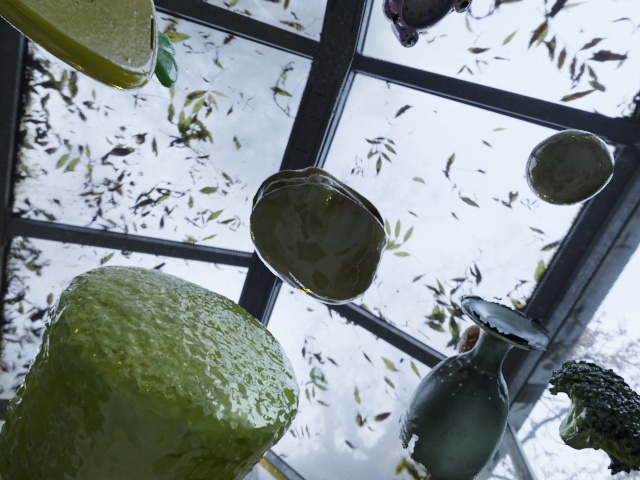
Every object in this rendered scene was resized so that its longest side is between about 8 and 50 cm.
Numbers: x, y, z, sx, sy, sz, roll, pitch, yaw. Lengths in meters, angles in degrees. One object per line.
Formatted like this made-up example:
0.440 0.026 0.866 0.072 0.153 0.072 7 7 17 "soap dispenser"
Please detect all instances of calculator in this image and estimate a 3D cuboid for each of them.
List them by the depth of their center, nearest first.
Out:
-0.217 -0.224 0.399 0.032 0.235 0.146 -11 -104 25 "calculator"

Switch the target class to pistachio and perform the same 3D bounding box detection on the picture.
0.000 0.000 1.186 0.366 0.281 0.445 -21 -58 21 "pistachio"

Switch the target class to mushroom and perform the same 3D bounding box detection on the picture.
0.678 -0.204 1.165 0.207 0.209 0.206 28 -44 31 "mushroom"

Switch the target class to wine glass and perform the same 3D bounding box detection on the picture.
0.287 0.289 0.829 0.191 0.190 0.356 18 -69 -2 "wine glass"

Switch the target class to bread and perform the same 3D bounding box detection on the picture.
-0.237 0.223 0.597 0.348 0.348 0.307 35 -81 -7 "bread"

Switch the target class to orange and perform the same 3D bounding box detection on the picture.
0.457 0.310 1.233 0.118 0.136 0.135 26 -69 29 "orange"

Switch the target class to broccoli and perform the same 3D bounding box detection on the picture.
0.881 0.528 1.323 0.325 0.334 0.271 -2 -61 8 "broccoli"

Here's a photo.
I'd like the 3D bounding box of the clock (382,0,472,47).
0.268 -0.655 1.119 0.228 0.248 0.090 -30 -117 17 "clock"
